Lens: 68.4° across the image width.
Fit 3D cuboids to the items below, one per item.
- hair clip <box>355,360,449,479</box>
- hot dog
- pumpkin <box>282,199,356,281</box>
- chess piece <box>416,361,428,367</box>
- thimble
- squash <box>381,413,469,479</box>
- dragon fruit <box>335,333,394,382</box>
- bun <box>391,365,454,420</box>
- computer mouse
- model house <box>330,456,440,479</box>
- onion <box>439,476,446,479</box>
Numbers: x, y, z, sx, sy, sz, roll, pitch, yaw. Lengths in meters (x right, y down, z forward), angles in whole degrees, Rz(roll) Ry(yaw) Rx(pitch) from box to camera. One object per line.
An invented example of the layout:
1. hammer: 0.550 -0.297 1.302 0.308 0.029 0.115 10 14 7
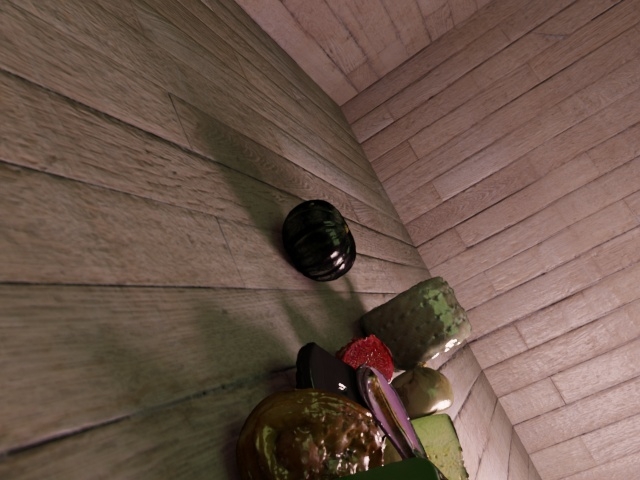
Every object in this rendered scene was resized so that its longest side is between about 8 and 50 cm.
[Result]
1. hair clip: 0.174 0.402 0.963 0.110 0.095 0.359 -31 87 -30
2. hot dog: -0.003 0.329 0.706 0.272 0.122 0.196 48 58 -39
3. pumpkin: 0.000 0.000 1.215 0.221 0.161 0.221 52 23 -32
4. chess piece: 0.344 0.432 1.621 0.172 0.060 0.060 61 18 -1
5. thimble: 0.275 0.237 1.354 0.195 0.291 0.291 61 18 10
6. squash: 0.226 0.510 1.021 0.155 0.203 0.237 67 11 -64
7. dragon fruit: 0.086 0.295 1.093 0.153 0.153 0.110 55 -22 -13
8. bun: 0.235 0.393 1.194 0.193 0.178 0.128 6 54 -50
9. computer mouse: 0.014 0.294 0.890 0.269 0.086 0.138 45 27 -47
10. model house: 0.047 0.458 0.444 0.324 0.300 0.340 57 16 -36
11. onion: 0.175 0.511 0.783 0.281 0.221 0.281 3 90 -67
